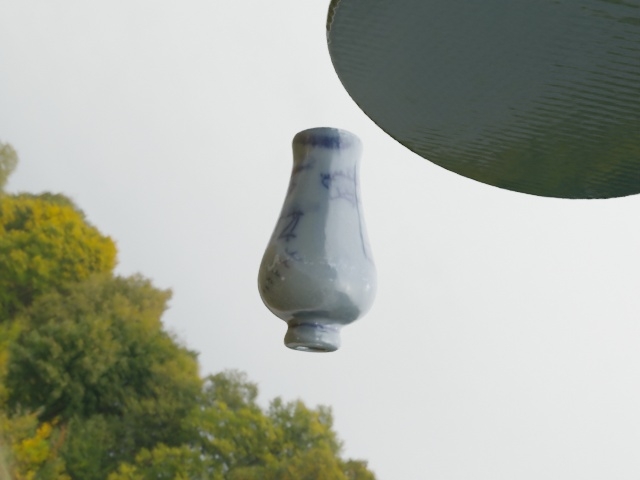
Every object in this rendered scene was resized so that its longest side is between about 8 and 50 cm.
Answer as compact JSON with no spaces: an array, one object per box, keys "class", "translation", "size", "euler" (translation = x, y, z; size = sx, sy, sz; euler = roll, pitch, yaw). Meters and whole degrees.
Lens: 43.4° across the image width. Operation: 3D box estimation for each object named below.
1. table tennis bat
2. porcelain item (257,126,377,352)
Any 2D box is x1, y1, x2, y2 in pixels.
[{"class":"table tennis bat","translation":[0.100,-0.096,0.370],"size":[0.215,0.044,0.329],"euler":[16,-16,13]},{"class":"porcelain item","translation":[0.000,0.000,0.948],"size":[0.141,0.141,0.259],"euler":[144,-48,-68]}]
